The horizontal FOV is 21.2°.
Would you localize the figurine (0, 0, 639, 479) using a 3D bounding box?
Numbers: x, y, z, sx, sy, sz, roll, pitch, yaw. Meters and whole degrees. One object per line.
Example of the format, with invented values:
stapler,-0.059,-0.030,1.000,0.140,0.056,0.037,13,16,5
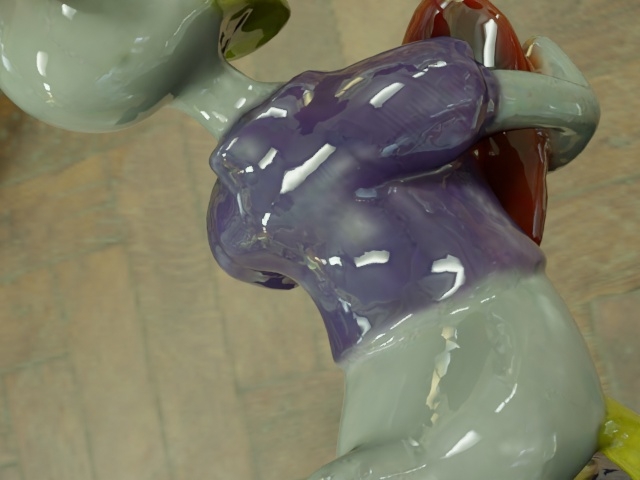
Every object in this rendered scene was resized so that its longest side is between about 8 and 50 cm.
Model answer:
figurine,0.005,0.001,0.607,0.421,0.193,0.154,48,134,-8
